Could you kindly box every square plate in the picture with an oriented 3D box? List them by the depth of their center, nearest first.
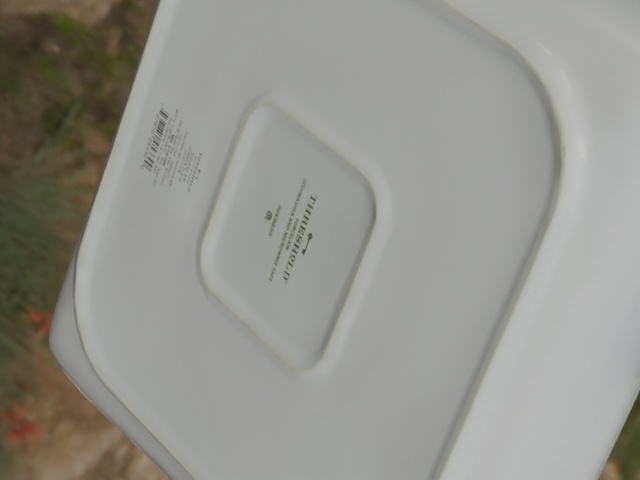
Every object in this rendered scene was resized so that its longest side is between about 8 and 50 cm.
[{"bbox_3d":[0.000,0.000,0.831,0.049,0.344,0.347,-1,121,-43],"label":"square plate"}]
